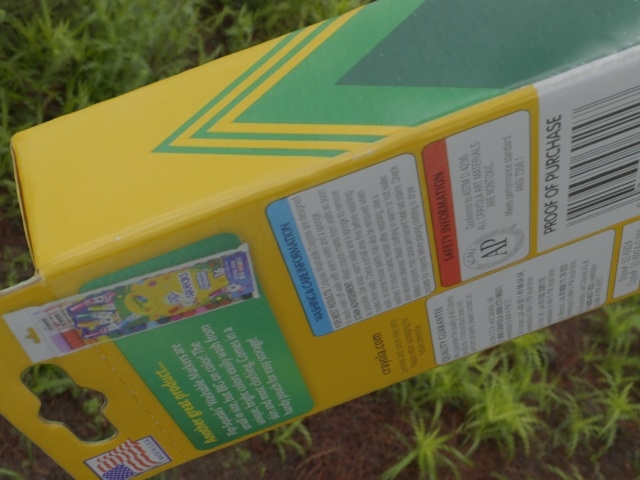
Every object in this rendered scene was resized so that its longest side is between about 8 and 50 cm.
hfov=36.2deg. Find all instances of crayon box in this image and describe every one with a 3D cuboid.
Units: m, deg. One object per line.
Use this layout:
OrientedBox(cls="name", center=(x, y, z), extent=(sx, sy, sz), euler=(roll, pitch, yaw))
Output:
OrientedBox(cls="crayon box", center=(0.000, 0.000, 0.472), extent=(0.323, 0.203, 0.083), euler=(-21, 56, -2))
